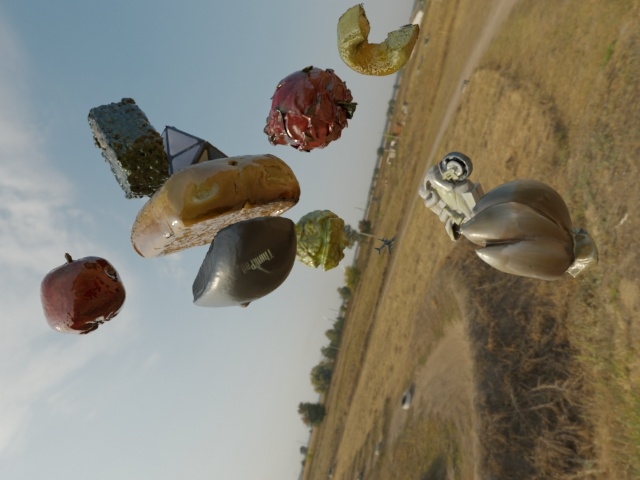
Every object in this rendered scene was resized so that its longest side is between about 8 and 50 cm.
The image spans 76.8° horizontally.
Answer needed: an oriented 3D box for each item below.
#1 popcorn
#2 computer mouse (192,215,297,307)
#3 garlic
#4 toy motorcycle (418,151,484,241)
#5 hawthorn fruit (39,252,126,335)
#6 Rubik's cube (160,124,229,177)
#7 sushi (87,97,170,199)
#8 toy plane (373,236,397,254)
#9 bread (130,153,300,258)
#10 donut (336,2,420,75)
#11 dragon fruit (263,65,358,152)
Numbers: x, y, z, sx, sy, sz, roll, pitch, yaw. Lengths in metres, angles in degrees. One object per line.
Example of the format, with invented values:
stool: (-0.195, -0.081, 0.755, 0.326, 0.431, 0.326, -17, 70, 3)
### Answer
popcorn: (-0.001, -0.007, 1.802, 0.247, 0.282, 0.281, 1, -76, -62)
computer mouse: (-0.137, 0.062, 0.772, 0.269, 0.170, 0.100, -51, 52, 47)
garlic: (0.533, -0.039, 1.037, 0.132, 0.326, 0.278, 113, 176, -55)
toy motorcycle: (0.432, -0.134, 1.331, 0.108, 0.223, 0.340, -45, -61, -28)
hawthorn fruit: (-0.837, 0.183, 1.420, 0.275, 0.276, 0.299, -58, -48, -73)
Rubik's cube: (-0.622, -0.326, 1.943, 0.306, 0.310, 0.305, -61, -28, -3)
sushi: (-0.686, -0.315, 1.466, 0.178, 0.351, 0.294, -25, -28, -29)
toy plane: (0.216, 0.014, 1.316, 0.084, 0.077, 0.024, -39, -39, 7)
bread: (-0.249, -0.084, 0.913, 0.337, 0.328, 0.147, -27, 82, 50)
donut: (0.118, -0.426, 0.892, 0.146, 0.182, 0.078, 135, 144, -66)
dragon fruit: (-0.041, -0.395, 1.240, 0.299, 0.244, 0.244, -32, -2, 5)
